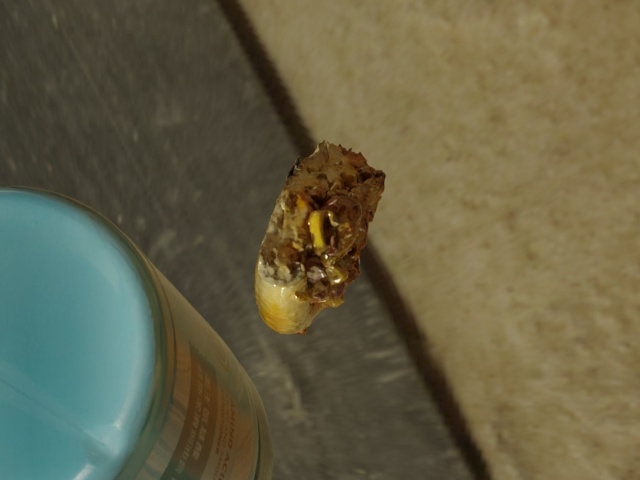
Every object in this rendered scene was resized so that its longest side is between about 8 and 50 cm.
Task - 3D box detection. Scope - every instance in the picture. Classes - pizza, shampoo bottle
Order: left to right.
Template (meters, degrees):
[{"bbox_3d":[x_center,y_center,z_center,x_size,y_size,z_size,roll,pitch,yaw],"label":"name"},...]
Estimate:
[{"bbox_3d":[-0.243,0.158,1.699,0.331,0.342,0.331,-5,67,13],"label":"shampoo bottle"},{"bbox_3d":[0.003,0.000,1.291,0.058,0.246,0.127,13,97,6],"label":"pizza"}]
